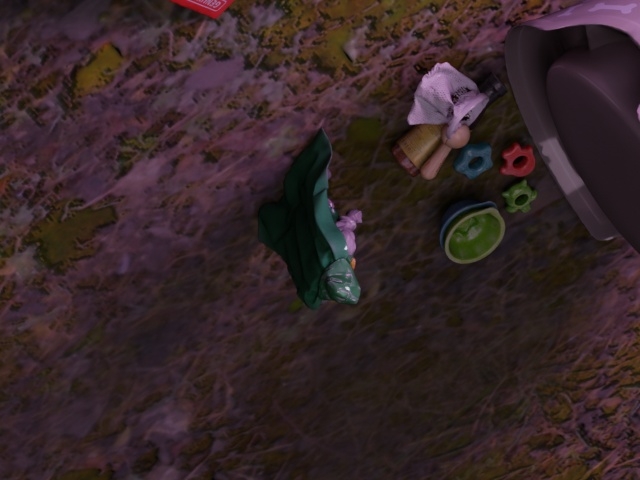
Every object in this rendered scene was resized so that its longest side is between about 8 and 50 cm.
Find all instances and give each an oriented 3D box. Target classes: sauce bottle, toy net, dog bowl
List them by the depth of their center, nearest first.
[{"bbox_3d":[0.312,-0.078,1.706,0.102,0.349,0.349,-34,118,-7],"label":"dog bowl"},{"bbox_3d":[0.155,-0.082,1.792,0.122,0.045,0.232,-23,136,-6],"label":"toy net"},{"bbox_3d":[0.128,-0.116,1.810,0.128,0.042,0.042,-39,116,12],"label":"sauce bottle"}]

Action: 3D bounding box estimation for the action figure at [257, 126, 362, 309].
[{"bbox_3d":[0.000,0.000,1.738,0.063,0.232,0.137,18,113,-19],"label":"action figure"}]

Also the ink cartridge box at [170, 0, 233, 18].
[{"bbox_3d":[-0.056,-0.287,1.570,0.261,0.066,0.296,-44,159,16],"label":"ink cartridge box"}]
